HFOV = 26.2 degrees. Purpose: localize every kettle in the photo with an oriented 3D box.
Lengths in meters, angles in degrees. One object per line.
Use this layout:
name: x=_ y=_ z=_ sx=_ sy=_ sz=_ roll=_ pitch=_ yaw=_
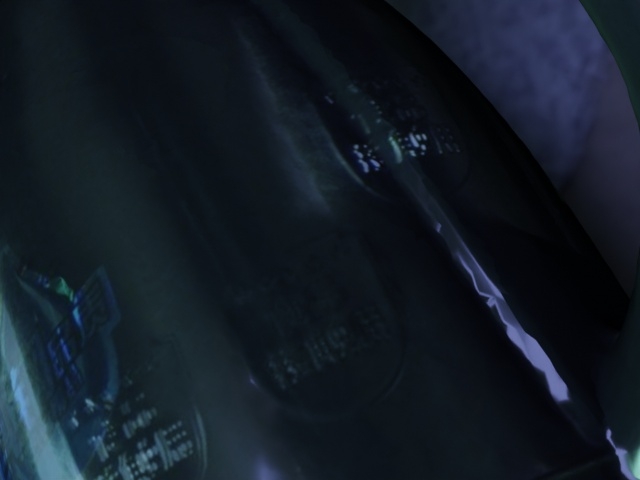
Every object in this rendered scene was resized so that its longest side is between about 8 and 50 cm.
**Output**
kettle: x=0.000 y=0.000 z=0.460 sx=0.321 sy=0.228 sz=0.324 roll=-50 pitch=58 yaw=37
